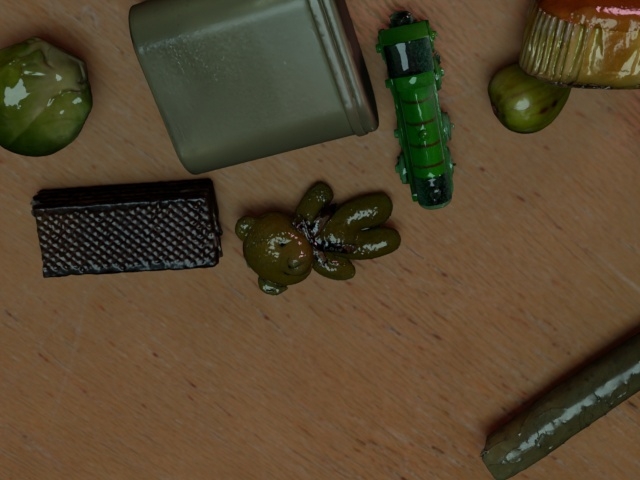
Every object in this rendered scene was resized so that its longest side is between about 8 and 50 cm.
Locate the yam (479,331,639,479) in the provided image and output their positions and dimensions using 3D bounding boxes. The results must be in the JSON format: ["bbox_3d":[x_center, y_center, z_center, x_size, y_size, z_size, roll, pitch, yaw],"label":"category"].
[{"bbox_3d":[0.384,0.216,1.664,0.371,0.083,0.083,-37,111,17],"label":"yam"}]

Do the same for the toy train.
[{"bbox_3d":[0.121,-0.155,1.454,0.085,0.119,0.251,-11,115,5],"label":"toy train"}]

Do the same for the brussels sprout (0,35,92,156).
[{"bbox_3d":[-0.356,-0.177,1.447,0.155,0.117,0.155,-9,117,-19],"label":"brussels sprout"}]

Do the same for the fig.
[{"bbox_3d":[0.288,-0.181,1.470,0.166,0.093,0.093,-9,119,-20],"label":"fig"}]

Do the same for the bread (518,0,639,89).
[{"bbox_3d":[0.337,-0.246,1.398,0.191,0.132,0.114,5,118,-6],"label":"bread"}]

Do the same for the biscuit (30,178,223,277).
[{"bbox_3d":[-0.258,-0.018,1.553,0.252,0.070,0.106,-3,116,2],"label":"biscuit"}]

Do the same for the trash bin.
[{"bbox_3d":[-0.077,-0.212,1.429,0.247,0.121,0.243,-16,116,12],"label":"trash bin"}]

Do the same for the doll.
[{"bbox_3d":[0.000,0.000,1.549,0.210,0.097,0.137,-17,110,3],"label":"doll"}]
